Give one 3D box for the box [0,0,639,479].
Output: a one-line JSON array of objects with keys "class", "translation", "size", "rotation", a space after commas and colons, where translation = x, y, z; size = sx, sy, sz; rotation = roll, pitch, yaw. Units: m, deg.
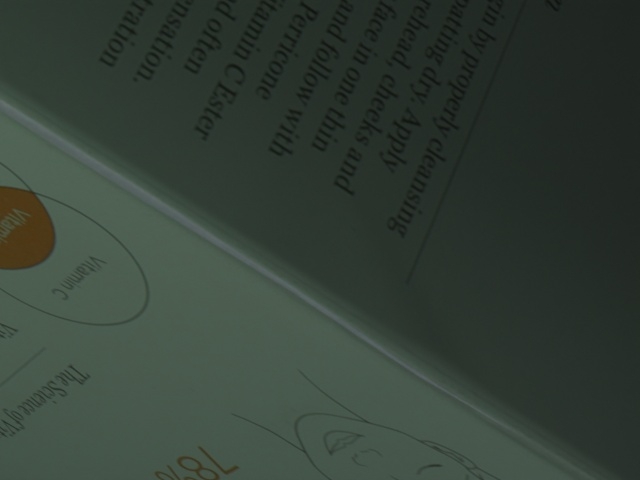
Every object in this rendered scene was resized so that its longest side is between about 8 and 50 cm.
[{"class": "box", "translation": [0.000, 0.000, 0.525], "size": [0.345, 0.168, 0.215], "rotation": [34, 147, -14]}]
